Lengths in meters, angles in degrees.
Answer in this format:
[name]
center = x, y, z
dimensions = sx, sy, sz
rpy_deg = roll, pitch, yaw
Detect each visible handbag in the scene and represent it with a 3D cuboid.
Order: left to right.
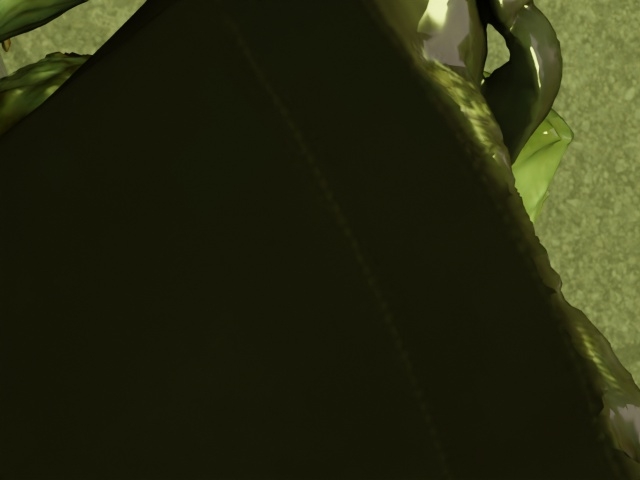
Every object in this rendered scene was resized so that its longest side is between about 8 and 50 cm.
[handbag]
center = -0.014, 0.062, 0.457
dimensions = 0.113, 0.257, 0.285
rpy_deg = 17, 39, -41

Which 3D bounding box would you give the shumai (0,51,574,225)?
[shumai]
center = 0.000, 0.000, 1.143
dimensions = 0.395, 0.348, 0.395
rpy_deg = 42, -23, 22

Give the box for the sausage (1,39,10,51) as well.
[sausage]
center = -0.275, -0.256, 1.143
dimensions = 0.103, 0.076, 0.302
rpy_deg = -145, -144, -80

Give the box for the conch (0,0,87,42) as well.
[conch]
center = -0.140, -0.147, 0.539
dimensions = 0.169, 0.203, 0.386
rpy_deg = 30, -19, -30
